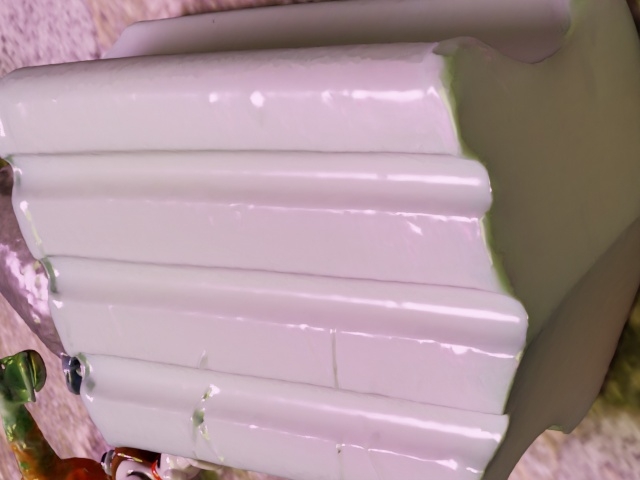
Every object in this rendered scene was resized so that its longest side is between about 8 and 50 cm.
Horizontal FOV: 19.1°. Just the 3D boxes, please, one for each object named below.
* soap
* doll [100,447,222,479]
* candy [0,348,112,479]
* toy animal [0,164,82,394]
[{"bbox_3d":[0.000,0.000,0.718,0.289,0.095,0.173,3,116,51],"label":"soap"},{"bbox_3d":[-0.079,0.111,0.948,0.085,0.040,0.058,-55,27,32],"label":"doll"},{"bbox_3d":[-0.164,0.074,0.973,0.084,0.078,0.287,-102,-9,-68],"label":"candy"},{"bbox_3d":[-0.151,-0.006,0.933,0.253,0.070,0.079,33,124,37],"label":"toy animal"}]
